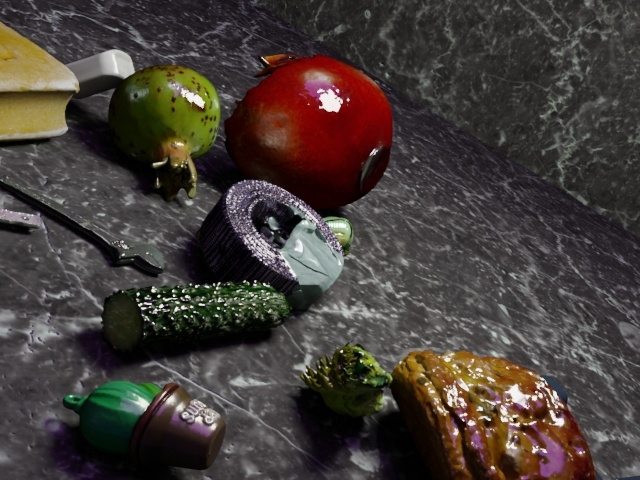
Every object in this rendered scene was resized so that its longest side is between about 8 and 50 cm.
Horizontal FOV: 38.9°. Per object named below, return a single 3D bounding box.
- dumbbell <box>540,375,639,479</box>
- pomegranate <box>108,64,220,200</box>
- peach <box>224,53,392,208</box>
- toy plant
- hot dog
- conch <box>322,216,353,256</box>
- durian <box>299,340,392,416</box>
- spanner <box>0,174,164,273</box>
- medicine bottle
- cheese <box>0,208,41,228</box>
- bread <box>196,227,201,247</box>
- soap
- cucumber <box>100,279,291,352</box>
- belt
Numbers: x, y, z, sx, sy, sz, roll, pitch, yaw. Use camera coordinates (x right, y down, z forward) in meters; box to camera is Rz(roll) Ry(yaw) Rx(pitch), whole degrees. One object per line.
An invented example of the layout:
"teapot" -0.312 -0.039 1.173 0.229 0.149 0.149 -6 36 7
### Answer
"dumbbell" 0.409 0.370 1.488 0.156 0.143 0.316 8 30 -39
"pomegranate" -0.327 -0.226 1.831 0.231 0.231 0.286 24 52 -11
"peach" -0.003 -0.230 2.011 0.310 0.335 0.406 38 19 23
"toy plant" -0.220 0.222 1.136 0.200 0.105 0.143 20 14 8
"hot dog" 0.256 0.306 1.378 0.267 0.174 0.387 2 38 -28
"conch" 0.000 0.000 1.883 0.170 0.079 0.106 -5 32 -29
"durian" 0.046 0.215 1.413 0.132 0.106 0.375 40 1 2
"spanner" -0.404 -0.029 1.533 0.325 0.026 0.093 30 22 5
"medicine bottle" -0.485 -0.338 1.885 0.119 0.183 0.069 -10 84 -76
"cheese" -0.529 -0.044 1.407 0.192 0.037 0.097 12 30 -36
"bread" -0.198 -0.002 1.699 0.049 0.033 0.088 50 27 16
"soap" -0.656 -0.298 1.644 0.293 0.156 0.335 33 22 21
"cucumber" -0.173 0.109 1.419 0.096 0.096 0.359 42 26 29
"belt" -0.087 0.007 1.676 0.260 0.122 0.325 42 23 2
